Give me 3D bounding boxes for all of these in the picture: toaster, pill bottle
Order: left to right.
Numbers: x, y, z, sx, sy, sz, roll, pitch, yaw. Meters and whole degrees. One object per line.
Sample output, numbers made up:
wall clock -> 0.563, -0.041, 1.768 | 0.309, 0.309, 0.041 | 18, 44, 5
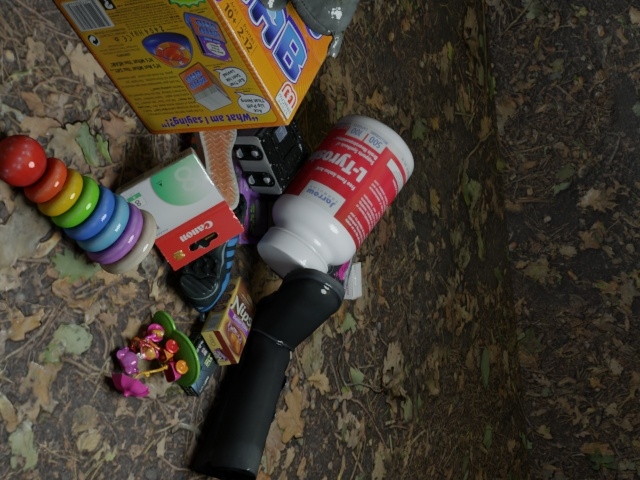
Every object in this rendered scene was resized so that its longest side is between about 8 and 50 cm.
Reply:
toaster -> -0.119, -0.226, 1.944 | 0.185, 0.110, 0.168 | -57, 137, -40
pill bottle -> 0.032, -0.091, 1.985 | 0.407, 0.229, 0.229 | -54, 136, -21

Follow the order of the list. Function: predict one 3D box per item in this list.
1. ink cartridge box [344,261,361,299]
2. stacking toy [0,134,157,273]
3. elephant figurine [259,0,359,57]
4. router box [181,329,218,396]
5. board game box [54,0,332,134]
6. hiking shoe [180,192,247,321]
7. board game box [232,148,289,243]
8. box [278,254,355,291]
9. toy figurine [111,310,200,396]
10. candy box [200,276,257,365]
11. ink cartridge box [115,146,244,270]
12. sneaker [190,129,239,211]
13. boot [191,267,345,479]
ink cartridge box -> 0.044, 0.108, 2.272 | 0.056, 0.135, 0.099 | -9, 99, -58
stacking toy -> -0.453, -0.071, 1.491 | 0.330, 0.141, 0.141 | 43, 55, -44
elephant figurine -> -0.041, -0.479, 1.464 | 0.239, 0.186, 0.169 | 18, 119, -46
router box -> -0.279, 0.276, 1.852 | 0.122, 0.038, 0.092 | -63, 140, -35
board game box -> -0.218, -0.465, 1.629 | 0.356, 0.357, 0.356 | 59, 44, -41
hiking shoe -> -0.246, 0.022, 1.867 | 0.132, 0.113, 0.304 | 95, 11, -56
board game box -> -0.151, -0.162, 2.041 | 0.208, 0.056, 0.346 | 4, 87, -62
box -> 0.000, 0.000, 2.172 | 0.142, 0.163, 0.247 | 44, 54, -51
toy figurine -> -0.357, 0.247, 1.680 | 0.159, 0.130, 0.173 | -22, 88, -46
candy box -> -0.209, 0.185, 1.908 | 0.186, 0.053, 0.109 | -75, 149, -51
ink cartridge box -> -0.284, -0.055, 1.689 | 0.224, 0.181, 0.056 | 60, 2, -25
sneaker -> -0.258, -0.179, 1.830 | 0.108, 0.121, 0.302 | 15, 58, -38
boot -> -0.118, 0.311, 1.850 | 0.146, 0.367, 0.445 | 29, 60, -11
